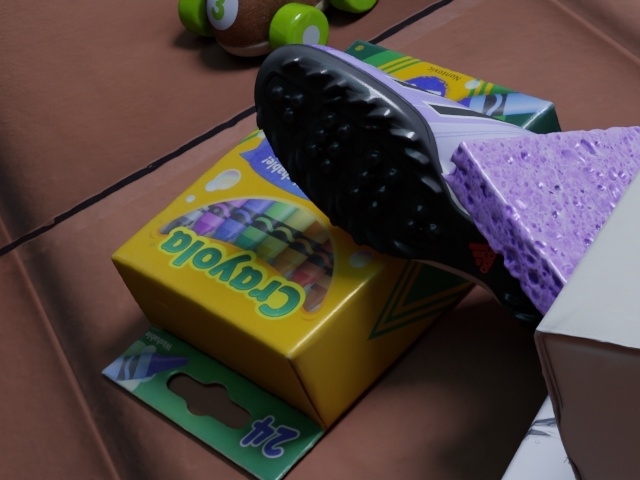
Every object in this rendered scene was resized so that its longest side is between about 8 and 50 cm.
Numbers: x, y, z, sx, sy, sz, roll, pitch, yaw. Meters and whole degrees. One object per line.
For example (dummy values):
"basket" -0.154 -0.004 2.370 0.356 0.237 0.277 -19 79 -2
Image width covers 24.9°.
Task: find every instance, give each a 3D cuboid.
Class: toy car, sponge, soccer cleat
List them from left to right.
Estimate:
"toy car" -0.059 -0.272 1.277 0.155 0.188 0.149 22 58 41
"soccer cleat" 0.105 -0.034 0.924 0.318 0.108 0.116 32 44 7
"sponge" 0.185 -0.017 0.848 0.210 0.031 0.117 -8 51 -34

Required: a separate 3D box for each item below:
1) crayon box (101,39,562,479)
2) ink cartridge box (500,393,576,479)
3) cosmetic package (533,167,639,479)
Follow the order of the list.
"crayon box" 0.000 0.000 1.034 0.323 0.083 0.203 -44 44 -21
"ink cartridge box" 0.183 0.160 0.752 0.172 0.100 0.237 11 50 34
"cosmetic package" 0.237 0.006 0.705 0.129 0.153 0.296 11 49 36
